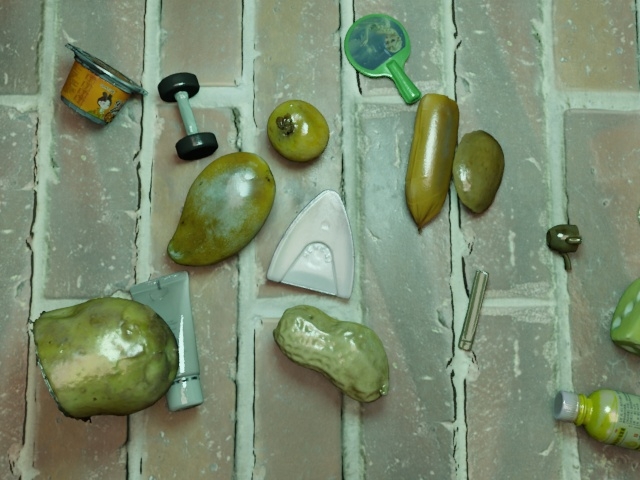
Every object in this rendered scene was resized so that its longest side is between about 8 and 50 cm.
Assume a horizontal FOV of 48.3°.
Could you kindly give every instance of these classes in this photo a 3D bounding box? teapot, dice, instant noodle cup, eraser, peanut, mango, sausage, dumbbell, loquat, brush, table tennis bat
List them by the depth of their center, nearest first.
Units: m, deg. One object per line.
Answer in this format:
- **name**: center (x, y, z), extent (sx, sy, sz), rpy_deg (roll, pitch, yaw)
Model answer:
- **peanut**: center (0.039, 0.241, 1.608), extent (0.291, 0.143, 0.159), rpy_deg (32, 107, 3)
- **dice**: center (0.774, 0.185, 1.612), extent (0.169, 0.169, 0.166), rpy_deg (26, 82, 4)
- **mango**: center (-0.231, -0.065, 1.648), extent (0.192, 0.146, 0.316), rpy_deg (40, 90, 12)
- **loquat**: center (-0.052, -0.257, 1.675), extent (0.137, 0.163, 0.163), rpy_deg (-22, 82, 27)
- **instant noodle cup**: center (-0.528, -0.352, 1.678), extent (0.208, 0.177, 0.126), rpy_deg (32, 96, -10)
- **teapot**: center (0.577, 0.018, 1.682), extent (0.080, 0.085, 0.111), rpy_deg (1, 102, 1)
- **eraser**: center (0.000, 0.000, 1.682), extent (0.204, 0.059, 0.244), rpy_deg (14, 86, 2)
- **brush**: center (0.360, 0.164, 1.685), extent (0.034, 0.027, 0.191), rpy_deg (13, 90, 5)
- **sausage**: center (0.260, -0.183, 1.690), extent (0.112, 0.112, 0.329), rpy_deg (10, 85, 1)
- **dumbbell**: center (-0.316, -0.295, 1.698), extent (0.100, 0.100, 0.191), rpy_deg (-18, 82, -3)
- **table tennis bat**: center (0.164, -0.446, 1.758), extent (0.160, 0.039, 0.257), rpy_deg (-33, 81, -3)

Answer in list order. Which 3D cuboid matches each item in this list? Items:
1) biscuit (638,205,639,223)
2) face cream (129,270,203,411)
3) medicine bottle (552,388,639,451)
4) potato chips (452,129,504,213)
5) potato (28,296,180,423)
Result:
- **biscuit**: center (0.825, -0.060, 1.723), extent (0.120, 0.015, 0.120), rpy_deg (0, 83, -1)
- **face cream**: center (-0.342, 0.232, 1.639), extent (0.143, 0.089, 0.315), rpy_deg (-17, 75, 1)
- **medicine bottle**: center (0.638, 0.394, 1.606), extent (0.212, 0.122, 0.122), rpy_deg (12, 82, 1)
- **potato chips**: center (0.382, -0.169, 1.690), extent (0.150, 0.049, 0.202), rpy_deg (33, 65, -27)
- **potato**: center (-0.438, 0.228, 1.532), extent (0.237, 0.301, 0.289), rpy_deg (-28, 92, -3)
